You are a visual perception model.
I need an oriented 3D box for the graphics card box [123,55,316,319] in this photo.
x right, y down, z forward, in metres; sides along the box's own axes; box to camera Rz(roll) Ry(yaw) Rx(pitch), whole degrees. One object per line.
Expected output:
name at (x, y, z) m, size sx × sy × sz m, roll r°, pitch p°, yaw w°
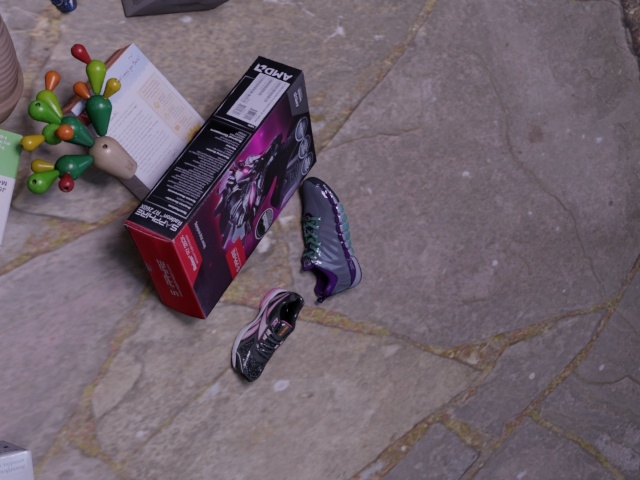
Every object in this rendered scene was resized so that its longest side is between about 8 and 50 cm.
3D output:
graphics card box at (-0.141, -0.083, 1.354) m, size 0.371 × 0.094 × 0.232 m, roll -57°, pitch 157°, yaw -28°

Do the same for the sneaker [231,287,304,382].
sneaker at (-0.087, 0.157, 1.461) m, size 0.072 × 0.077 × 0.178 m, roll 36°, pitch 66°, yaw -30°

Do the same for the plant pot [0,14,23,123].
plant pot at (-0.480, -0.259, 1.080) m, size 0.237 × 0.110 × 0.237 m, roll 28°, pitch 34°, yaw -22°

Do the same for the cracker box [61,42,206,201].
cracker box at (-0.273, -0.168, 1.340) m, size 0.232 × 0.067 × 0.155 m, roll 48°, pitch 60°, yaw -27°

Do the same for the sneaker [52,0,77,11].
sneaker at (-0.386, -0.412, 1.277) m, size 0.058 × 0.052 × 0.135 m, roll -28°, pitch 105°, yaw -41°

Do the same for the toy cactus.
toy cactus at (-0.325, -0.149, 1.199) m, size 0.180 × 0.112 × 0.219 m, roll 39°, pitch 51°, yaw -44°

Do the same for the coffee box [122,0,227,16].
coffee box at (-0.247, -0.520, 1.352) m, size 0.168 × 0.119 × 0.297 m, roll -17°, pitch 98°, yaw -37°

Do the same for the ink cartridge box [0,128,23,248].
ink cartridge box at (-0.519, -0.025, 1.099) m, size 0.198 × 0.115 × 0.272 m, roll 15°, pitch 77°, yaw -38°

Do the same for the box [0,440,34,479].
box at (-0.471, 0.373, 1.109) m, size 0.181 × 0.119 × 0.181 m, roll -6°, pitch 91°, yaw -39°

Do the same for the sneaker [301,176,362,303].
sneaker at (0.000, 0.000, 1.542) m, size 0.098 × 0.083 × 0.223 m, roll -30°, pitch 106°, yaw -31°
